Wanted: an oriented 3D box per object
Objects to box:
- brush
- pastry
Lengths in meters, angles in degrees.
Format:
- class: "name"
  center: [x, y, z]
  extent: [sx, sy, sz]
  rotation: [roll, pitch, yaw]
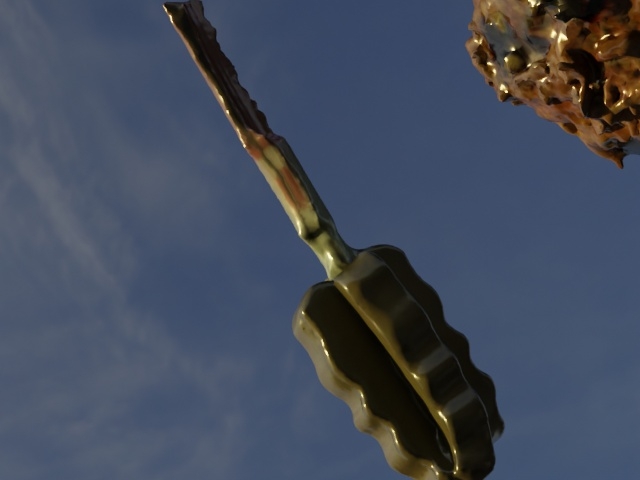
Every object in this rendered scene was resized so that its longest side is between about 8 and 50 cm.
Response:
- class: "brush"
  center: [0.000, 0.000, 0.736]
  extent: [0.071, 0.084, 0.301]
  rotation: [-33, -90, 19]
- class: "pastry"
  center: [0.270, -0.266, 1.138]
  extent: [0.337, 0.292, 0.405]
  rotation: [36, -51, 5]
